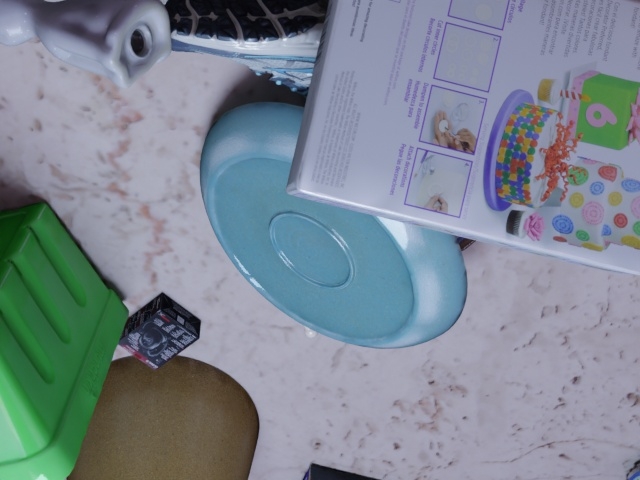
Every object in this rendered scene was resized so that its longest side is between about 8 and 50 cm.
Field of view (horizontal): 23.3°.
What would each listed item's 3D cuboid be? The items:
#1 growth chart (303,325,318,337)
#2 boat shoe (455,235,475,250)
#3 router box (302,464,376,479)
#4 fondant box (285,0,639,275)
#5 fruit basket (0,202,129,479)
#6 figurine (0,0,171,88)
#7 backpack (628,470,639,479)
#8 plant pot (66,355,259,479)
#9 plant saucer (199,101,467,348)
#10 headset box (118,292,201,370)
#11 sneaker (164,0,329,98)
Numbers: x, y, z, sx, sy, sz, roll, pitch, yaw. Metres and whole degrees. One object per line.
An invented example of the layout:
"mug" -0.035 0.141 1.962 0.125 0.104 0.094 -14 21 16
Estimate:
"growth chart" 0.039 0.025 1.682 0.237 0.021 0.172 -16 129 32
"boat shoe" 0.197 -0.047 1.621 0.066 0.066 0.183 27 125 -22
"router box" 0.088 0.427 2.007 0.309 0.081 0.243 15 128 -12
"fondant box" 0.156 -0.119 1.389 0.330 0.096 0.238 14 87 -6
"fruit basket" -0.352 0.195 1.628 0.283 0.392 0.392 -12 129 10
"figurine" -0.260 -0.239 1.402 0.209 0.092 0.215 17 151 29
"backpack" 0.433 0.314 1.910 0.114 0.084 0.105 -14 128 5
"plant pot" -0.192 0.305 1.794 0.237 0.254 0.237 0 131 0
"plant saucer" 0.000 0.000 1.567 0.317 0.044 0.317 25 144 20
"headset box" -0.187 0.107 1.771 0.083 0.032 0.062 -36 121 27
"sneaker" -0.017 -0.177 1.487 0.283 0.110 0.122 3 133 -2
